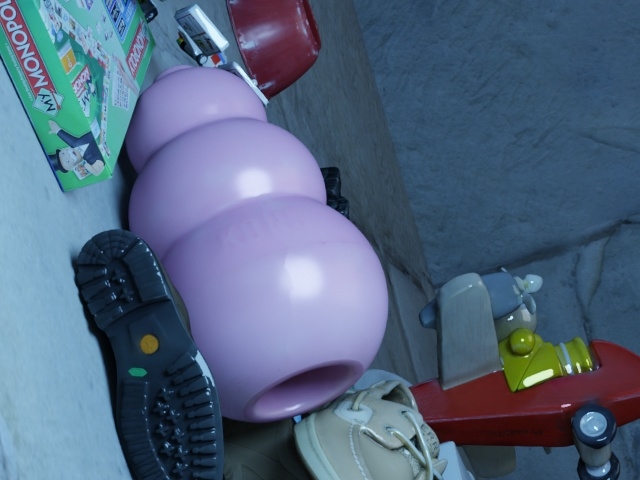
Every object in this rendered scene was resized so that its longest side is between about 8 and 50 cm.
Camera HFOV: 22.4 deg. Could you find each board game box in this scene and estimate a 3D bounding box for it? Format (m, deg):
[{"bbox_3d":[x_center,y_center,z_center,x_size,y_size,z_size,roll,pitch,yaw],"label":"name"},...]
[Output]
[{"bbox_3d":[-0.215,-0.202,1.372,0.317,0.046,0.213,-88,159,-64],"label":"board game box"}]

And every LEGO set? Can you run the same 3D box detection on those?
[{"bbox_3d":[-0.121,-0.209,1.577,0.182,0.060,0.244,51,-10,-12],"label":"LEGO set"}]

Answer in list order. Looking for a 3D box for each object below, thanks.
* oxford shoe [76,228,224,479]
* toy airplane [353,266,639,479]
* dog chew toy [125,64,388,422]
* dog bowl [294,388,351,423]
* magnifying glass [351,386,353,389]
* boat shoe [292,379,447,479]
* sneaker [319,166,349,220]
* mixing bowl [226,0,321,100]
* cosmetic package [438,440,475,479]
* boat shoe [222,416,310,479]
[{"bbox_3d":[-0.120,0.104,1.269,0.096,0.082,0.227,43,32,-80],"label":"oxford shoe"},{"bbox_3d":[0.232,0.193,2.253,0.384,0.386,0.272,25,52,-24],"label":"toy airplane"},{"bbox_3d":[-0.074,-0.012,1.417,0.332,0.206,0.206,67,6,23],"label":"dog chew toy"},{"bbox_3d":[-0.001,0.162,1.877,0.166,0.074,0.297,60,17,-53],"label":"dog bowl"},{"bbox_3d":[0.031,0.200,2.152,0.231,0.026,0.092,-95,165,-46],"label":"magnifying glass"},{"bbox_3d":[0.047,0.184,1.409,0.341,0.110,0.122,-101,167,-79],"label":"boat shoe"},{"bbox_3d":[0.000,0.000,2.098,0.286,0.109,0.130,-76,154,-69],"label":"sneaker"},{"bbox_3d":[-0.058,-0.298,2.296,0.181,0.098,0.181,-16,90,-81],"label":"mixing bowl"},{"bbox_3d":[0.151,0.467,1.970,0.217,0.156,0.385,63,12,-47],"label":"cosmetic package"},{"bbox_3d":[-0.039,0.239,1.441,0.092,0.102,0.285,56,12,-45],"label":"boat shoe"}]
